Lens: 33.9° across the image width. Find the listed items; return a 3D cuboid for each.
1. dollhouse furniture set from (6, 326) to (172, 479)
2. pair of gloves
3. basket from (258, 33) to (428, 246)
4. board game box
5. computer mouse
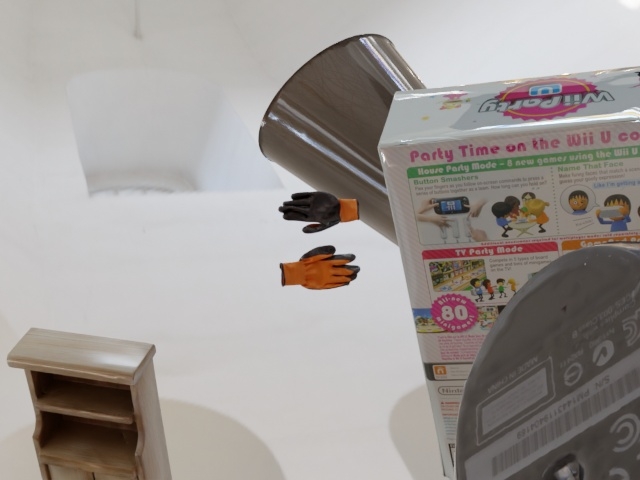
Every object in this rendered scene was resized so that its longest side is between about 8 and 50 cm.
[{"bbox_3d":[-0.207,0.202,0.764,0.212,0.242,0.161,6,-58,15],"label":"dollhouse furniture set"},{"bbox_3d":[0.000,0.000,0.882,0.074,0.010,0.083,-1,-93,-22],"label":"pair of gloves"},{"bbox_3d":[0.076,-0.099,1.174,0.204,0.227,0.154,-38,-33,-10],"label":"basket"},{"bbox_3d":[0.180,0.035,0.772,0.224,0.097,0.303,-4,-59,16],"label":"board game box"},{"bbox_3d":[0.099,0.118,0.341,0.072,0.272,0.188,31,-47,-20],"label":"computer mouse"}]
